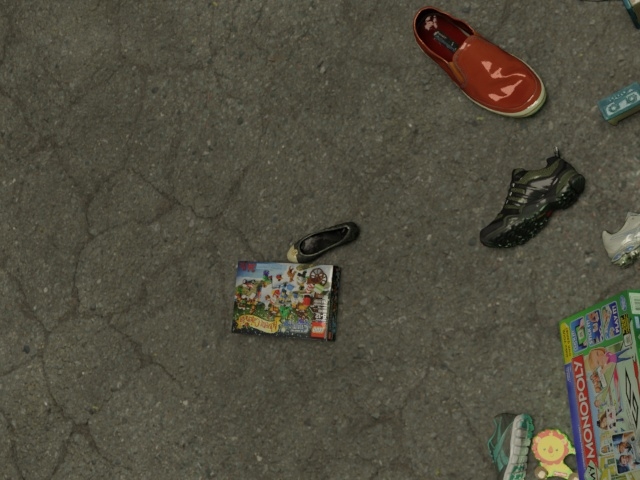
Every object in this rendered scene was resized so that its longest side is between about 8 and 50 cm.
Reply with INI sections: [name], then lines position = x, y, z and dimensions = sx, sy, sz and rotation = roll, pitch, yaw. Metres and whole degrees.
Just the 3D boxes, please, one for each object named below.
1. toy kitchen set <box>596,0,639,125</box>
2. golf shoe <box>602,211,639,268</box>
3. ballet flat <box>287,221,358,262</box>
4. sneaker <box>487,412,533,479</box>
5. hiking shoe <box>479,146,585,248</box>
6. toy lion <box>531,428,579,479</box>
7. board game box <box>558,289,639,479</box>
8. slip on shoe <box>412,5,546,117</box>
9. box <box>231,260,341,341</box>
[toy kitchen set]
position = 0.561, -0.346, 1.761
dimensions = 0.166, 0.122, 0.207
rotation = -27, 71, 20
[golf shoe]
position = 0.592, -0.027, 1.729
dimensions = 0.176, 0.069, 0.086
rotation = -33, 63, 17
[ballet flat]
position = 0.000, 0.000, 2.020
dimensions = 0.173, 0.049, 0.057
rotation = -25, 71, 21
[sneaker]
position = 0.346, 0.401, 1.790
dimensions = 0.076, 0.065, 0.166
rotation = 9, 82, 43
[hiking shoe]
position = 0.392, -0.077, 1.835
dimensions = 0.227, 0.086, 0.114
rotation = -37, 54, 11
[toy lion]
position = 0.437, 0.397, 1.756
dimensions = 0.100, 0.034, 0.096
rotation = 6, 77, 27
[board game box]
position = 0.502, 0.266, 1.635
dimensions = 0.213, 0.046, 0.317
rotation = 135, 136, -62
[slip on shoe]
position = 0.305, -0.358, 1.901
dimensions = 0.331, 0.101, 0.123
rotation = 44, 100, 23
[box]
position = -0.075, 0.128, 2.039
dimensions = 0.233, 0.044, 0.159
rotation = 1, 82, 26
